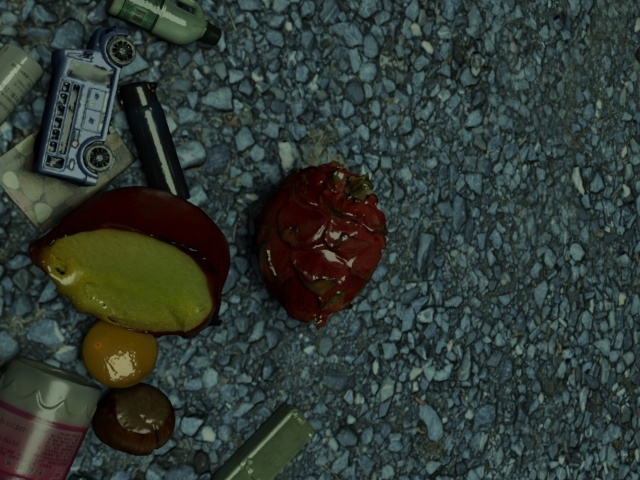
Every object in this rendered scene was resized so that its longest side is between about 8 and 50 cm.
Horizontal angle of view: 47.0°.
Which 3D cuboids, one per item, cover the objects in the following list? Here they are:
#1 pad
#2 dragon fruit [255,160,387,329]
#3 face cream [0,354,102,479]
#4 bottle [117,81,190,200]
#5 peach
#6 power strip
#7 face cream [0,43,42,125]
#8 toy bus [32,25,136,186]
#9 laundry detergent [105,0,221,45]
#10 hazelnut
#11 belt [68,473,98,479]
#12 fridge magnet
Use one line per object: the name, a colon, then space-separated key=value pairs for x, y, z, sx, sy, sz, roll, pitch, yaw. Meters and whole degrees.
pad: x=-0.477 y=-0.145 z=1.375 sx=0.235 sy=0.003 sz=0.158 roll=-44 pitch=113 yaw=-23
dragon fruit: x=0.000 y=0.000 z=1.529 sx=0.278 sy=0.277 sz=0.342 roll=16 pitch=115 yaw=-32
face cream: x=-0.497 y=0.319 z=1.282 sx=0.175 sy=0.175 sz=0.194 roll=27 pitch=79 yaw=-30
bottle: x=-0.325 y=-0.188 z=1.431 sx=0.082 sy=0.072 sz=0.244 roll=-12 pitch=102 yaw=10
peach: x=-0.339 y=0.020 z=1.361 sx=0.362 sy=0.201 sz=0.257 roll=15 pitch=125 yaw=-18
power strip: x=-0.138 y=0.484 z=1.590 sx=0.288 sy=0.053 sz=0.093 roll=-42 pitch=114 yaw=-23
face cream: x=-0.587 y=-0.213 z=1.256 sx=0.082 sy=0.082 sz=0.269 roll=42 pitch=70 yaw=-27
toy bus: x=-0.429 y=-0.248 z=1.324 sx=0.133 sy=0.125 sz=0.292 roll=13 pitch=87 yaw=-28
laundry detergent: x=-0.297 y=-0.443 z=1.437 sx=0.226 sy=0.070 sz=0.099 roll=18 pitch=76 yaw=-31
hazelnut: x=-0.356 y=0.345 z=1.408 sx=0.154 sy=0.143 sz=0.143 roll=9 pitch=88 yaw=-25
belt: x=-0.430 y=0.527 z=1.405 sx=0.100 sy=0.065 sz=0.179 roll=-44 pitch=112 yaw=-33
fridge magnet: x=-0.382 y=0.210 z=1.403 sx=0.143 sy=0.063 sz=0.142 roll=8 pitch=70 yaw=-24
